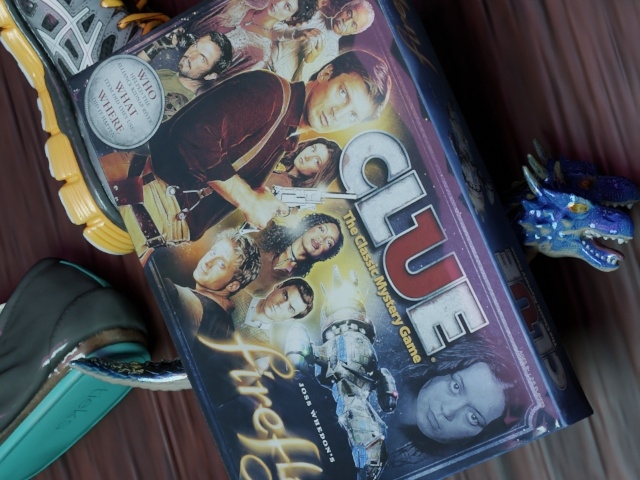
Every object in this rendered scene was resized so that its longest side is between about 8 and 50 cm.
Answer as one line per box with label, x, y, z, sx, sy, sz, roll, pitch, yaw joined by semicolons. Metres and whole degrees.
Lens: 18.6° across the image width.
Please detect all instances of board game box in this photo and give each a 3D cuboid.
board game box;0.000;0.000;0.893;0.165;0.042;0.243;-27;82;25

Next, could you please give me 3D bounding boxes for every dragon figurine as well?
dragon figurine;0.021;0.020;0.957;0.289;0.085;0.144;3;94;27

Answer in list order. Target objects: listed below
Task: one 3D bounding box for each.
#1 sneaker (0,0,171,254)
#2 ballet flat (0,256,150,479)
sneaker;-0.113;-0.104;1.028;0.083;0.084;0.215;-21;93;25
ballet flat;-0.202;0.121;1.085;0.280;0.095;0.096;-47;62;11
